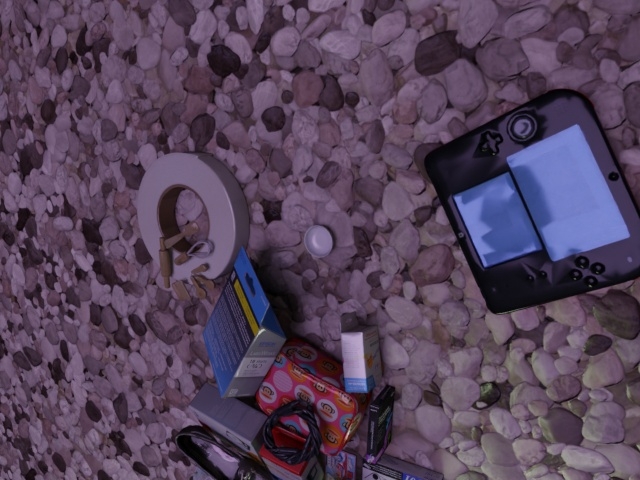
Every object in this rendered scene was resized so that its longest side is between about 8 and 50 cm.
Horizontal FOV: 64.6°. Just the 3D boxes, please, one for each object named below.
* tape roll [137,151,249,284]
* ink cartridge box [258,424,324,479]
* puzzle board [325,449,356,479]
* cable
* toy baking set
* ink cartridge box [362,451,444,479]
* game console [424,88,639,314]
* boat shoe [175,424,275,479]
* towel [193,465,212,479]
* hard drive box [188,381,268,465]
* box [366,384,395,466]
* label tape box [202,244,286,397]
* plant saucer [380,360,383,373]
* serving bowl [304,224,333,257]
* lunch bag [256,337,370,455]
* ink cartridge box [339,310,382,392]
[{"bbox_3d":[-0.379,-0.066,1.482,0.391,0.072,0.393,8,106,29],"label":"tape roll"},{"bbox_3d":[-0.082,0.606,1.395,0.134,0.078,0.231,13,140,28],"label":"ink cartridge box"},{"bbox_3d":[0.055,0.648,1.426,0.096,0.011,0.128,8,105,28],"label":"puzzle board"},{"bbox_3d":[-0.074,0.500,1.303,0.184,0.047,0.151,-36,76,25],"label":"cable"},{"bbox_3d":[-0.386,0.060,1.458,0.196,0.030,0.257,5,111,23],"label":"toy baking set"},{"bbox_3d":[0.210,0.623,1.309,0.206,0.046,0.097,7,106,29],"label":"ink cartridge box"},{"bbox_3d":[0.425,-0.067,1.018,0.341,0.060,0.387,-24,88,32],"label":"game console"},{"bbox_3d":[-0.279,0.648,1.448,0.335,0.095,0.112,28,84,18],"label":"boat shoe"},{"bbox_3d":[-0.271,0.885,1.553,0.374,0.090,0.321,2,74,33],"label":"towel"},{"bbox_3d":[-0.250,0.538,1.487,0.232,0.089,0.181,19,143,27],"label":"hard drive box"},{"bbox_3d":[0.151,0.459,1.264,0.029,0.116,0.162,8,105,27],"label":"box"},{"bbox_3d":[-0.193,0.217,1.356,0.334,0.105,0.241,-61,39,26],"label":"label tape box"},{"bbox_3d":[0.123,0.326,1.311,0.083,0.013,0.084,8,106,29],"label":"plant saucer"},{"bbox_3d":[0.000,0.000,1.299,0.083,0.027,0.084,8,106,29],"label":"serving bowl"},{"bbox_3d":[-0.030,0.433,1.362,0.293,0.120,0.258,29,115,21],"label":"lunch bag"},{"bbox_3d":[0.100,0.270,1.246,0.061,0.104,0.182,-6,89,27],"label":"ink cartridge box"}]
